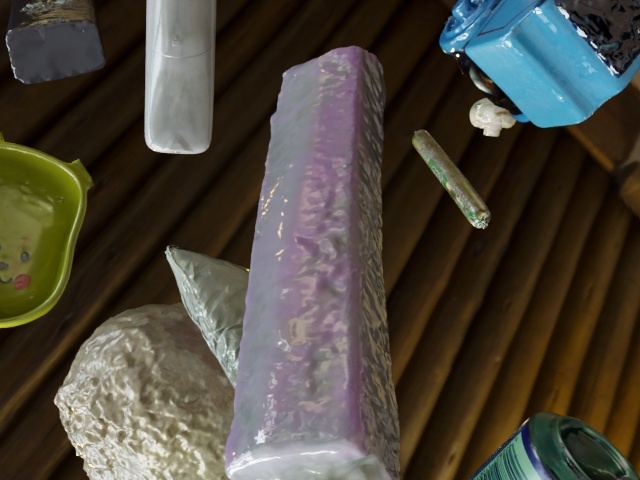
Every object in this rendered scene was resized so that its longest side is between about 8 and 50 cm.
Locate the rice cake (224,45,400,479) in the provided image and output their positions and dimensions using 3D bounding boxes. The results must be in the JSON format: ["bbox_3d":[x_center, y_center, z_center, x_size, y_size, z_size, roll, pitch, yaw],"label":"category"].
[{"bbox_3d":[0.000,0.000,0.493,0.056,0.073,0.365,58,-157,-35],"label":"rice cake"}]

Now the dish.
[{"bbox_3d":[-0.421,0.001,1.209,0.221,0.108,0.262,19,-115,-2],"label":"dish"}]

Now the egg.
[{"bbox_3d":[-0.170,0.214,1.147,0.310,0.279,0.279,33,-123,-20],"label":"egg"}]

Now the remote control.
[{"bbox_3d":[-0.147,-0.205,0.951,0.073,0.044,0.229,2,-81,-6],"label":"remote control"}]

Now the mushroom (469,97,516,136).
[{"bbox_3d":[0.302,-0.216,1.595,0.084,0.083,0.067,-2,-81,-31],"label":"mushroom"}]

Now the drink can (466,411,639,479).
[{"bbox_3d":[0.147,0.233,0.699,0.118,0.205,0.118,31,-155,-16],"label":"drink can"}]

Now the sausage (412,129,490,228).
[{"bbox_3d":[0.186,-0.094,1.317,0.033,0.032,0.269,13,-151,-26],"label":"sausage"}]

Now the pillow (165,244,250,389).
[{"bbox_3d":[-0.050,0.082,0.765,0.128,0.051,0.229,29,-167,-39],"label":"pillow"}]

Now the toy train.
[{"bbox_3d":[0.308,-0.293,1.101,0.188,0.265,0.300,41,-101,-17],"label":"toy train"}]

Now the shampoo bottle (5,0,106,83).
[{"bbox_3d":[-0.315,-0.262,1.087,0.098,0.309,0.071,-15,-62,-9],"label":"shampoo bottle"}]
